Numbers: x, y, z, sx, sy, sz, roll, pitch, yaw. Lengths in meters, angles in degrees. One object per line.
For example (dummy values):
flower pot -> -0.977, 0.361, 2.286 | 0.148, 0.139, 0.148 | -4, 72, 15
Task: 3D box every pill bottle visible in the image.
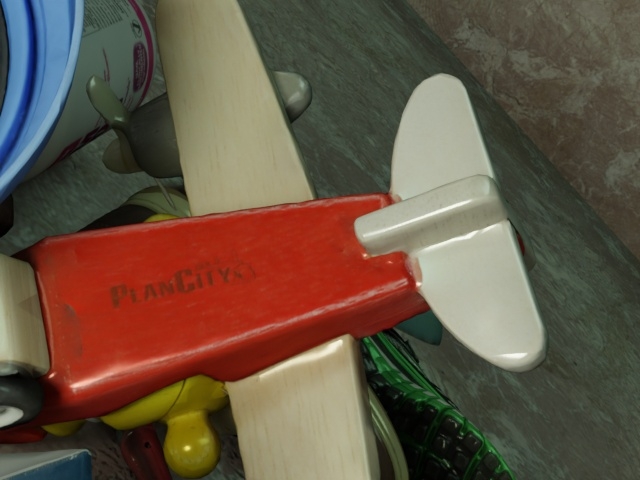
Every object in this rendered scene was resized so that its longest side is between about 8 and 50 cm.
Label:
pill bottle -> -0.254, -0.135, 0.983 | 0.160, 0.160, 0.283 | 44, 23, -4

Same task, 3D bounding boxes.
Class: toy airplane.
toy airplane -> -0.044, 0.049, 0.773 | 0.384, 0.386, 0.272 | 29, -21, 12

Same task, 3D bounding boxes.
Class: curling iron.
curling iron -> -0.139, 0.147, 0.866 | 0.068, 0.035, 0.274 | 24, 31, -42

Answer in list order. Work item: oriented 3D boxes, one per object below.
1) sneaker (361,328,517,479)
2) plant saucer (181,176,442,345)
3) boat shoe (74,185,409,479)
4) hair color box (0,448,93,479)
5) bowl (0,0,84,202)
sneaker -> 0.073, 0.155, 1.096 | 0.343, 0.134, 0.146 | 49, 22, 10
plant saucer -> 0.000, 0.000, 1.212 | 0.317, 0.044, 0.317 | 34, 4, -2
boat shoe -> -0.075, 0.108, 0.964 | 0.342, 0.123, 0.123 | 50, 39, 6
hair color box -> -0.240, 0.155, 0.390 | 0.347, 0.174, 0.105 | -8, 92, -64
bowl -> -0.320, -0.128, 0.602 | 0.391, 0.077, 0.391 | 11, 59, -19
